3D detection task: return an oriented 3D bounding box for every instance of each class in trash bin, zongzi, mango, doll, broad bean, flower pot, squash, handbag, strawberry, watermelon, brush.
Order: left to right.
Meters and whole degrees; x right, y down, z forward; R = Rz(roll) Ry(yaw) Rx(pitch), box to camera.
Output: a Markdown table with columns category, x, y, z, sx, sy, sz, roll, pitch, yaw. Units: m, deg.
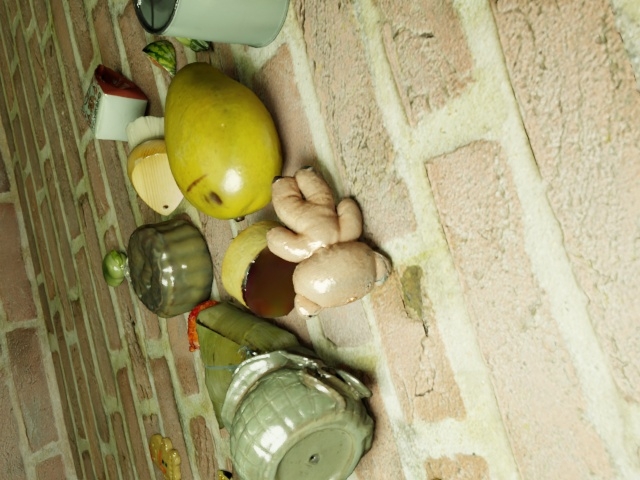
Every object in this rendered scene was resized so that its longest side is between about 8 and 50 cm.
| category | x | y | z | sx | sy | sz | roll | pitch | yaw |
| --- | --- | --- | --- | --- | --- | --- | --- | --- | --- |
| handbag | -0.687 | -0.459 | 1.806 | 0.298 | 0.151 | 0.171 | 49 | 127 | 41 |
| broad bean | -0.768 | 0.103 | 2.043 | 0.174 | 0.082 | 0.124 | -30 | 76 | 46 |
| watermelon | -0.476 | -0.537 | 1.591 | 0.163 | 0.069 | 0.087 | 34 | 121 | 43 |
| brush | -0.470 | -0.209 | 1.589 | 0.267 | 0.174 | 0.166 | 102 | 151 | -46 |
| squash | -0.337 | -0.535 | 1.430 | 0.105 | 0.105 | 0.132 | -32 | 91 | 47 |
| strawberry | -0.319 | 0.228 | 1.516 | 0.188 | 0.121 | 0.082 | -57 | 36 | 38 |
| trash bin | -0.228 | -0.529 | 1.153 | 0.277 | 0.262 | 0.217 | 23 | 114 | 45 |
| mango | -0.243 | -0.246 | 1.263 | 0.301 | 0.220 | 0.445 | -55 | 54 | 43 |
| zongzi | -0.173 | 0.359 | 1.336 | 0.323 | 0.160 | 0.361 | 17 | 109 | 48 |
| flower pot | -0.039 | 0.360 | 1.101 | 0.213 | 0.301 | 0.302 | 41 | 127 | 52 |
| doll | 0.000 | 0.000 | 1.093 | 0.156 | 0.201 | 0.303 | 77 | 170 | -64 |

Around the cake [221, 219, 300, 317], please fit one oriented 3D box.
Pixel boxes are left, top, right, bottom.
| category | x | y | z | sx | sy | sz | roll | pitch | yaw |
| --- | --- | --- | --- | --- | --- | --- | --- | --- | --- |
| cake | -0.138 | 0.053 | 1.220 | 0.178 | 0.185 | 0.208 | 23 | 126 | 47 |

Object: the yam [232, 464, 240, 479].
| category | x | y | z | sx | sy | sz | roll | pitch | yaw |
| --- | --- | --- | --- | --- | --- | --- | --- | --- | --- |
| yam | -0.167 | 0.694 | 1.423 | 0.131 | 0.131 | 0.280 | 7 | 100 | 49 |

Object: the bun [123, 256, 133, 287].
| category | x | y | z | sx | sy | sz | roll | pitch | yaw |
| --- | --- | --- | --- | --- | --- | --- | --- | --- | --- |
| bun | -0.576 | 0.095 | 1.791 | 0.172 | 0.120 | 0.173 | 9 | 103 | 46 |

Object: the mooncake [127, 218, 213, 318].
| category | x | y | z | sx | sy | sz | roll | pitch | yaw |
| --- | --- | --- | --- | --- | --- | --- | --- | --- | --- |
| mooncake | -0.443 | 0.082 | 1.600 | 0.290 | 0.161 | 0.290 | 16 | 111 | 47 |

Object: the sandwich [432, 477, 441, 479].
| category | x | y | z | sx | sy | sz | roll | pitch | yaw |
| --- | --- | --- | --- | --- | --- | --- | --- | --- | --- |
| sandwich | 0.206 | 0.569 | 1.009 | 0.186 | 0.065 | 0.215 | 48 | 130 | 32 |

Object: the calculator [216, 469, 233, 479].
| category | x | y | z | sx | sy | sz | roll | pitch | yaw |
| --- | --- | --- | --- | --- | --- | --- | --- | --- | --- |
| calculator | -0.243 | 0.759 | 1.597 | 0.236 | 0.033 | 0.157 | 5 | 102 | 51 |

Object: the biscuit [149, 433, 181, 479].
| category | x | y | z | sx | sy | sz | roll | pitch | yaw |
| --- | --- | --- | --- | --- | --- | --- | --- | --- | --- |
| biscuit | -0.564 | 0.774 | 1.970 | 0.225 | 0.036 | 0.166 | 17 | 111 | 47 |
